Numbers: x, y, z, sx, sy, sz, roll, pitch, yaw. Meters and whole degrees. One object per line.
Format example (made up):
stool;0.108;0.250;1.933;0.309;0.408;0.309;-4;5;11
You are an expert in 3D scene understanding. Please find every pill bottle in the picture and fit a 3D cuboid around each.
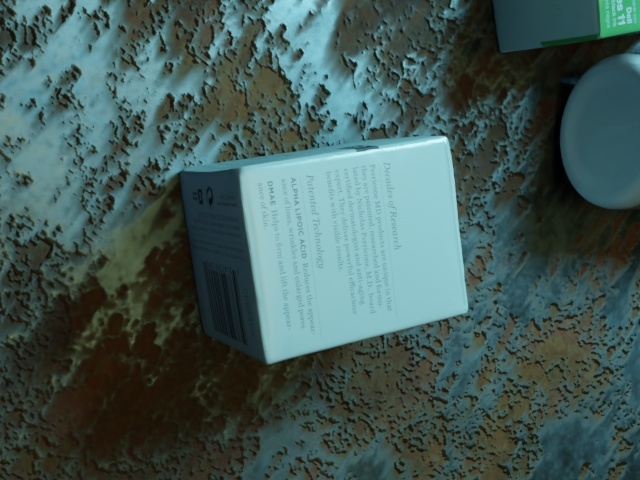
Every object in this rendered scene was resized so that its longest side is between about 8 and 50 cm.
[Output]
pill bottle;0.393;-0.104;0.965;0.265;0.153;0.153;0;94;-26

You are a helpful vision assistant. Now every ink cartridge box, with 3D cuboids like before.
ink cartridge box;0.293;-0.241;0.905;0.208;0.153;0.086;-14;101;-23

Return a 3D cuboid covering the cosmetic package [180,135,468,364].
cosmetic package;0.000;0.000;0.787;0.184;0.151;0.151;-12;99;-25
